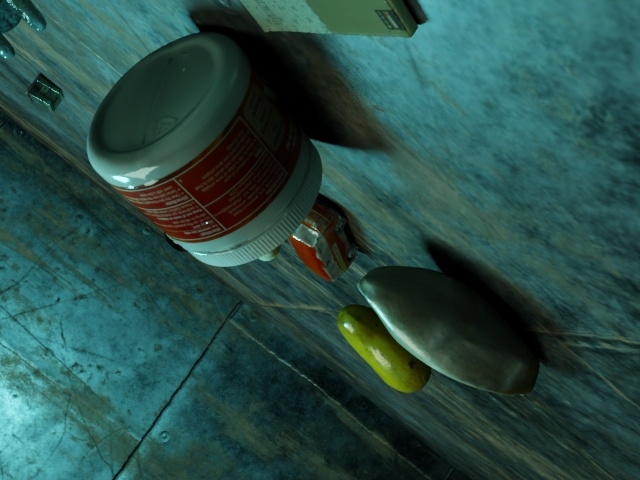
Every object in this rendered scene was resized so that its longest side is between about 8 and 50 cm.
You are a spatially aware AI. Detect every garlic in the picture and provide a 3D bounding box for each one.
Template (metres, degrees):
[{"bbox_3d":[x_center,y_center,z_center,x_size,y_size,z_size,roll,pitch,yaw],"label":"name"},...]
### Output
[{"bbox_3d":[0.192,0.127,0.963,0.318,0.112,0.143,37,-168,-29],"label":"garlic"}]

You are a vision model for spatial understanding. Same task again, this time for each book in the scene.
[{"bbox_3d":[-0.027,-0.213,0.547,0.199,0.016,0.138,22,161,49],"label":"book"}]

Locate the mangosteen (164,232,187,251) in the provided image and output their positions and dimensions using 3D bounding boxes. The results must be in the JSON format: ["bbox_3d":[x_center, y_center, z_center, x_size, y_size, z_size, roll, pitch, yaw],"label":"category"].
[{"bbox_3d":[-0.346,-0.032,1.897,0.140,0.140,0.140,35,168,9],"label":"mangosteen"}]

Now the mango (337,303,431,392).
[{"bbox_3d":[0.131,0.207,1.443,0.262,0.109,0.157,50,173,-29],"label":"mango"}]

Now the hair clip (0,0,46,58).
[{"bbox_3d":[-0.586,-0.312,0.985,0.238,0.318,0.392,39,169,29],"label":"hair clip"}]

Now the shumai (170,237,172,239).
[{"bbox_3d":[-0.303,-0.059,1.704,0.145,0.145,0.116,42,-151,-20],"label":"shumai"}]

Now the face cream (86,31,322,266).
[{"bbox_3d":[-0.126,-0.100,0.801,0.201,0.201,0.187,25,163,44],"label":"face cream"}]

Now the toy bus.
[{"bbox_3d":[0.000,0.000,1.108,0.079,0.077,0.174,31,167,24],"label":"toy bus"}]

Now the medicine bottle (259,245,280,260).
[{"bbox_3d":[-0.135,-0.026,1.413,0.074,0.074,0.218,32,169,22],"label":"medicine bottle"}]

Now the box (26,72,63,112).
[{"bbox_3d":[-0.656,-0.350,1.710,0.063,0.060,0.085,31,168,-11],"label":"box"}]
